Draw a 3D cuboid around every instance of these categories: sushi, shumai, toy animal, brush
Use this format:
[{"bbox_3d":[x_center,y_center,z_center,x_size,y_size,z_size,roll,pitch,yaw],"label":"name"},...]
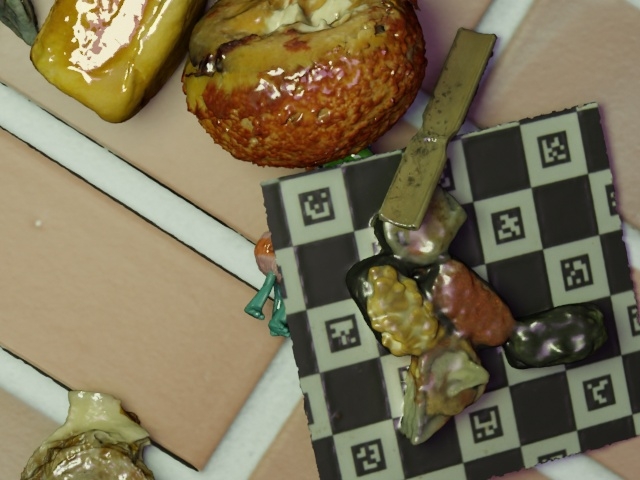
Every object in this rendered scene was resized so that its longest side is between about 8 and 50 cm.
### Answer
[{"bbox_3d":[0.150,0.071,1.567,0.359,0.064,0.343,-14,98,-14],"label":"sushi"},{"bbox_3d":[-0.223,0.206,1.600,0.145,0.145,0.116,6,76,-1],"label":"shumai"},{"bbox_3d":[0.000,0.000,1.602,0.103,0.100,0.208,30,84,-25],"label":"toy animal"},{"bbox_3d":[0.114,-0.104,1.556,0.043,0.036,0.248,13,56,16],"label":"brush"}]

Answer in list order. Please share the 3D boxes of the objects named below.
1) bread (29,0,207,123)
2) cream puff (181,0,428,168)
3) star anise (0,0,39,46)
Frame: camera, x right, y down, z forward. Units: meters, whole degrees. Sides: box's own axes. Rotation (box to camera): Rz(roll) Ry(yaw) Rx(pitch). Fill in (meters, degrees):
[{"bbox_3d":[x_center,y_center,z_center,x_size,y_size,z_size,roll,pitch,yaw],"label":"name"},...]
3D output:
[{"bbox_3d":[-0.158,-0.259,1.535,0.132,0.167,0.294,32,94,0],"label":"bread"},{"bbox_3d":[-0.015,-0.158,1.528,0.240,0.240,0.164,-8,128,0],"label":"cream puff"},{"bbox_3d":[-0.307,-0.282,1.565,0.204,0.061,0.181,41,87,-33],"label":"star anise"}]
